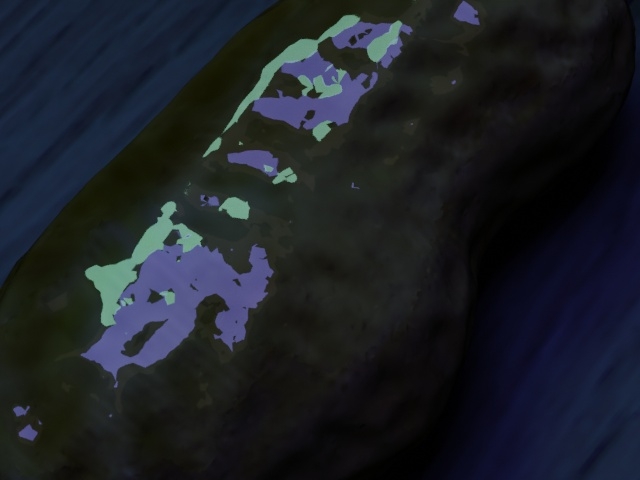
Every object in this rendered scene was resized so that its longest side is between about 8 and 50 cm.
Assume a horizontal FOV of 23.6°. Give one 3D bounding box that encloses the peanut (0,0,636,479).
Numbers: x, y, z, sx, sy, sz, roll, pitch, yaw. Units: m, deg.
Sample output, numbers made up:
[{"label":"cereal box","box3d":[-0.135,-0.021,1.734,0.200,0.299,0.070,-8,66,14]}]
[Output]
[{"label":"peanut","box3d":[0.000,0.000,0.402,0.108,0.095,0.226,35,71,18]}]
